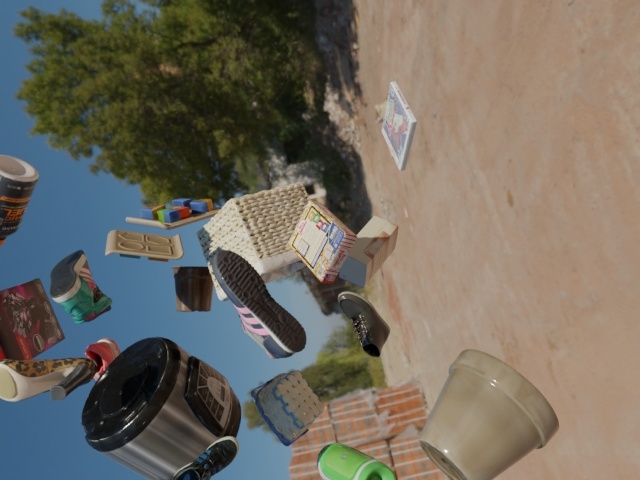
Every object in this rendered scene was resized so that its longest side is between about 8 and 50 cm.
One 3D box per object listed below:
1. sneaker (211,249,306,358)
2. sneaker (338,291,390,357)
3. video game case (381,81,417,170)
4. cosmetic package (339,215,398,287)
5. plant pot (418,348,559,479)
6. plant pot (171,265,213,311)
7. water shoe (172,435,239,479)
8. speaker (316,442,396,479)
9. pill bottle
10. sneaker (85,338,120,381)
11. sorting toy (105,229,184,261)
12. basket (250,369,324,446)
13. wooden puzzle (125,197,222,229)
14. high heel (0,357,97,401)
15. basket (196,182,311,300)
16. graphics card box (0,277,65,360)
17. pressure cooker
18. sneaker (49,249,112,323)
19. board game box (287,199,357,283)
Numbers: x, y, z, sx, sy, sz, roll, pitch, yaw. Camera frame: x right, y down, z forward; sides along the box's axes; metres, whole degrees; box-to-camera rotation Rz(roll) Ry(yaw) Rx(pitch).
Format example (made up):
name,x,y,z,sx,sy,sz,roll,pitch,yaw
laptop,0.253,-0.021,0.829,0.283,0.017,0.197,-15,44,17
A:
name,x,y,z,sx,sy,sz,roll,pitch,yaw
sneaker,-0.180,0.173,1.363,0.319,0.131,0.112,53,-139,-4
sneaker,0.134,0.265,1.733,0.222,0.083,0.118,43,-144,-12
video game case,0.235,-0.346,1.653,0.201,0.023,0.183,95,161,-53
cosmetic package,0.210,0.046,2.341,0.296,0.129,0.153,-46,-28,-38
plant pot,0.429,0.509,1.486,0.323,0.280,0.323,42,159,20
plant pot,-0.466,0.180,2.005,0.167,0.167,0.165,70,-160,-83
water shoe,-0.302,0.603,1.440,0.073,0.203,0.080,53,176,-1
speaker,0.097,0.680,1.592,0.296,0.131,0.131,-17,85,64
pill bottle,-0.879,-0.101,1.493,0.245,0.130,0.130,-58,19,21
sneaker,-0.769,0.510,1.975,0.313,0.116,0.136,59,-174,10
sorting toy,-0.509,0.018,1.572,0.193,0.208,0.038,-135,51,-64
basket,-0.131,0.635,2.044,0.201,0.289,0.254,-29,-100,-48
wooden puzzle,-0.594,-0.122,2.284,0.322,0.348,0.080,7,107,45
high heel,-0.711,0.328,1.367,0.186,0.261,0.093,-60,-19,-79
basket,-0.199,0.004,1.845,0.328,0.331,0.266,-33,81,49
graphics card box,-0.941,0.261,1.668,0.371,0.094,0.232,-133,22,-85
pressure cooker,-0.455,0.541,1.671,0.375,0.370,0.420,11,148,51
sneaker,-0.718,0.153,1.655,0.178,0.124,0.295,63,175,-30
board game box,0.000,0.000,1.444,0.193,0.045,0.146,46,115,46
